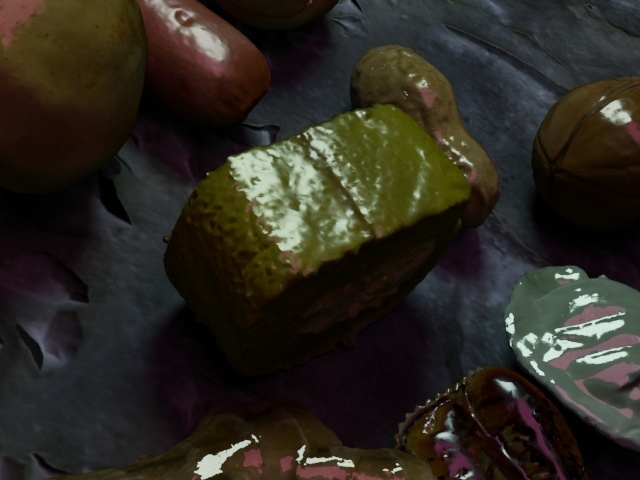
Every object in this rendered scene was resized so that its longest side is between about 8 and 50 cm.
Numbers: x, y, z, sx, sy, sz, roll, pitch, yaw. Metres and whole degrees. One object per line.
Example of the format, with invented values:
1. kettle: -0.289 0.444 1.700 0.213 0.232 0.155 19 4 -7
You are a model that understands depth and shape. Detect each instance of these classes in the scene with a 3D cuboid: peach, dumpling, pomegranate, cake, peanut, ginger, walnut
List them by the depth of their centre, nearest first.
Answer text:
1. ginger: -0.074 0.182 0.830 0.333 0.081 0.148 -5 42 -22
2. cake: 0.000 0.000 0.934 0.260 0.179 0.156 -21 65 -33
3. pomegranate: -0.259 -0.158 0.938 0.233 0.233 0.233 9 54 -12
4. dumpling: 0.252 0.114 0.991 0.152 0.108 0.219 -27 55 -13
5. peanut: 0.104 -0.108 1.090 0.095 0.108 0.226 -20 66 -20
6. walnut: 0.317 -0.091 1.116 0.207 0.167 0.167 -12 60 -27
7. peach: -0.050 -0.319 1.146 0.184 0.184 0.184 9 54 -12

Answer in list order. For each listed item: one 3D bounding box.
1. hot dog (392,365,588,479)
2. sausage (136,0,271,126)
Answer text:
1. hot dog: 0.163 0.229 0.887 0.162 0.082 0.270 -12 61 -23
2. sausage: -0.166 -0.202 1.067 0.259 0.113 0.113 37 53 11
